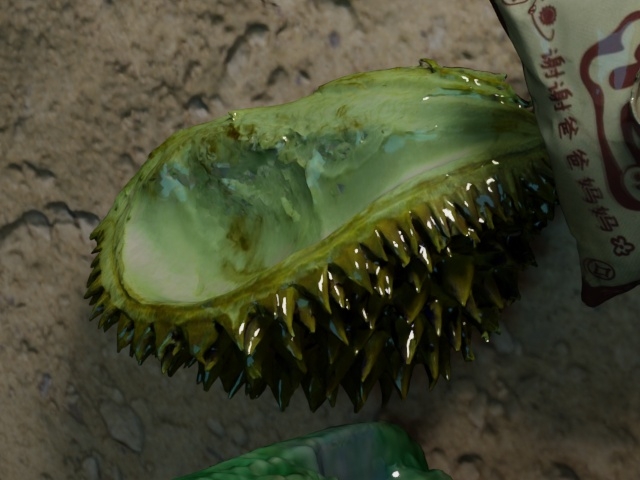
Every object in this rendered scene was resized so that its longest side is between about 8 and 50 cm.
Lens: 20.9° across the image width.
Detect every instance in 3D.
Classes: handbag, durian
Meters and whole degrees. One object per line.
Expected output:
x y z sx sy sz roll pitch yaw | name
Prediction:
0.212 -0.084 0.939 0.235 0.127 0.213 -15 95 36 | handbag
0.007 0.005 1.156 0.394 0.163 0.198 -21 54 34 | durian

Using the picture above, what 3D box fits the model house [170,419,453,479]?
0.082 0.241 1.029 0.280 0.312 0.245 -4 92 35 | model house
